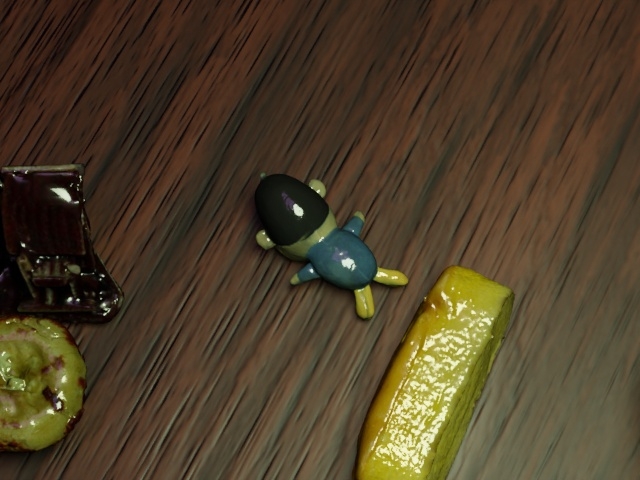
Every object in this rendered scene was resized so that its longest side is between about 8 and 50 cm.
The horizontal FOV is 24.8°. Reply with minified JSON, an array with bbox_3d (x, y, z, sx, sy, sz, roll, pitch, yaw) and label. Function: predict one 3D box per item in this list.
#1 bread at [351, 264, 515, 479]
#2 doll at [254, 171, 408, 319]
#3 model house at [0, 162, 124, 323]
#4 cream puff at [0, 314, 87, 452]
[{"bbox_3d":[0.102,0.139,1.369,0.094,0.102,0.245,22,74,11],"label":"bread"},{"bbox_3d":[0.000,0.000,1.447,0.102,0.089,0.179,-43,94,-11],"label":"doll"},{"bbox_3d":[-0.309,-0.002,1.431,0.203,0.164,0.141,-6,63,5],"label":"model house"},{"bbox_3d":[-0.294,0.145,1.413,0.149,0.084,0.149,-1,71,2],"label":"cream puff"}]
